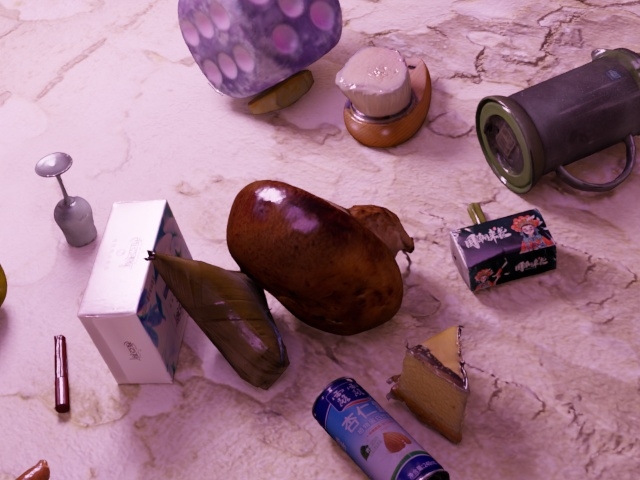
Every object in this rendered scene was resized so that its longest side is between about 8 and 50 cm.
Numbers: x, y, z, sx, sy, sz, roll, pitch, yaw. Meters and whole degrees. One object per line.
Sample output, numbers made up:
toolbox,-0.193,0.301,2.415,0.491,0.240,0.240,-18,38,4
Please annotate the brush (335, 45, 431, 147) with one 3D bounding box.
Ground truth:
brush,0.152,-0.337,2.053,0.174,0.166,0.266,18,51,27

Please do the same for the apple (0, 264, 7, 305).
apple,-0.692,0.096,1.813,0.157,0.196,0.196,33,56,1

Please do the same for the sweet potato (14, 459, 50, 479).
sweet potato,-0.499,0.437,1.534,0.056,0.056,0.195,13,56,24

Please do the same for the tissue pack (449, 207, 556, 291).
tissue pack,0.329,0.018,1.721,0.170,0.090,0.103,-17,48,-3

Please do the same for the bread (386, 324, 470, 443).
bread,0.197,0.230,1.516,0.127,0.147,0.152,-22,51,-26

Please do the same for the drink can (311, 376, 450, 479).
drink can,0.091,0.318,1.483,0.097,0.097,0.235,-33,49,-18

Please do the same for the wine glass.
wine glass,-0.511,-0.079,1.929,0.079,0.195,0.079,-4,44,4

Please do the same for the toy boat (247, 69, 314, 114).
toy boat,-0.086,-0.338,2.178,0.172,0.065,0.066,-34,27,-20

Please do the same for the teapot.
teapot,0.509,-0.222,1.859,0.337,0.200,0.270,-24,72,-13

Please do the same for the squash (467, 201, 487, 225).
squash,0.304,-0.037,1.824,0.027,0.027,0.083,-14,45,-1

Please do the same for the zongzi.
zongzi,-0.176,0.126,1.628,0.115,0.256,0.228,-42,47,18

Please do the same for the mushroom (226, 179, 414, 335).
mushroom,0.000,0.000,1.659,0.345,0.345,0.259,25,72,32

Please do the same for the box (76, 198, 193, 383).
box,-0.321,0.091,1.717,0.116,0.203,0.274,-4,46,11

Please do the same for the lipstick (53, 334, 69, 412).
lipstick,-0.472,0.238,1.737,0.027,0.027,0.176,-16,44,-2

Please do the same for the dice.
dice,-0.136,-0.495,2.134,0.271,0.270,0.270,-38,17,-30
